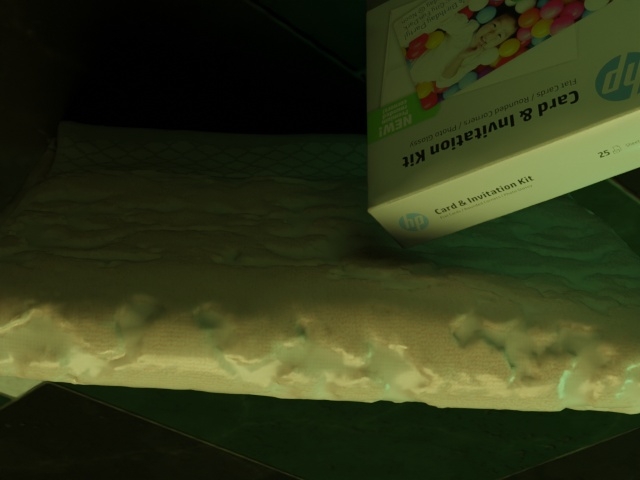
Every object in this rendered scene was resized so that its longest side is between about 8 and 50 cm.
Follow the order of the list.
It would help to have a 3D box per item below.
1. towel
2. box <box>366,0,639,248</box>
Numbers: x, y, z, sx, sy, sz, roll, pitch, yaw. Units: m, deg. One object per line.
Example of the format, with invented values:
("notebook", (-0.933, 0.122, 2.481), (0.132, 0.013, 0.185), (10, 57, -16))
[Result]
("towel", (0.000, 0.000, 0.653), (0.332, 0.317, 0.053), (3, 109, -5))
("box", (0.090, -0.099, 0.580), (0.145, 0.186, 0.038), (-20, 139, 26))
